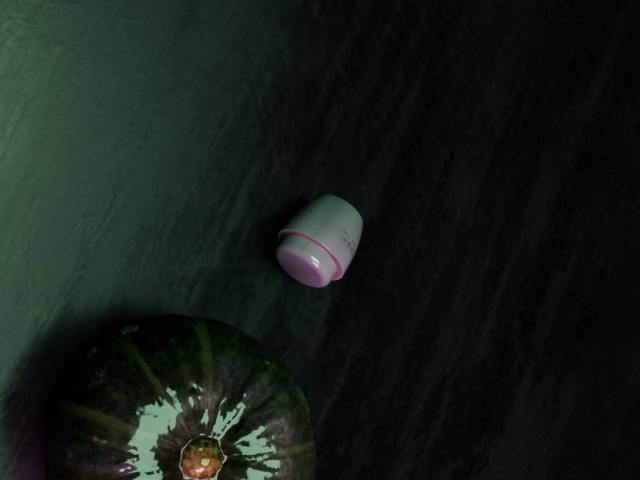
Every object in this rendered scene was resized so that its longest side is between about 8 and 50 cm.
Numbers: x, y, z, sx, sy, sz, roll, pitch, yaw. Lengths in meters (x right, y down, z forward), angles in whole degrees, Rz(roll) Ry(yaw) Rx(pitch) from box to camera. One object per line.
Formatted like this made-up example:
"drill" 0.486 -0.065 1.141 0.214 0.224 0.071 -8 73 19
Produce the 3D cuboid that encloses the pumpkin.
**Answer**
"pumpkin" -0.152 0.226 1.387 0.300 0.207 0.300 0 89 -17

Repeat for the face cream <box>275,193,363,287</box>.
"face cream" 0.000 0.000 1.525 0.091 0.091 0.095 47 63 -23
